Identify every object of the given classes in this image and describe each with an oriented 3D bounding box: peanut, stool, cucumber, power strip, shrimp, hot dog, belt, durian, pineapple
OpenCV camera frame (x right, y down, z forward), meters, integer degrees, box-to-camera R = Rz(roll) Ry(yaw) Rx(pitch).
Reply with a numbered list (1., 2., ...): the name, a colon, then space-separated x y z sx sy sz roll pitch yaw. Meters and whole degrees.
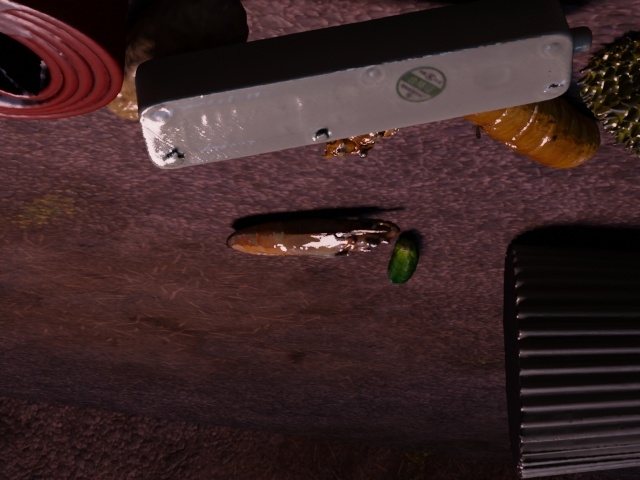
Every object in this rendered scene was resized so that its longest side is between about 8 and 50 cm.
1. peanut: -0.137 -0.163 1.440 0.099 0.099 0.214 12 167 -28
2. stool: 0.403 0.144 2.054 0.330 0.297 0.297 -3 164 3
3. cucumber: 0.108 0.026 2.118 0.039 0.039 0.168 4 162 -1
4. power strip: 0.039 -0.138 1.371 0.385 0.062 0.091 -11 145 -1
5. shrimp: 0.000 -0.002 2.040 0.251 0.052 0.143 2 176 34
6. hot dog: 0.185 -0.128 1.539 0.088 0.061 0.286 -22 154 32
7. belt: -0.273 -0.197 1.294 0.227 0.115 0.324 -3 165 15
8. durian: 0.319 -0.127 1.453 0.137 0.095 0.220 14 155 -35
9. pineapple: 0.037 -0.140 1.541 0.114 0.077 0.114 -30 154 -9
